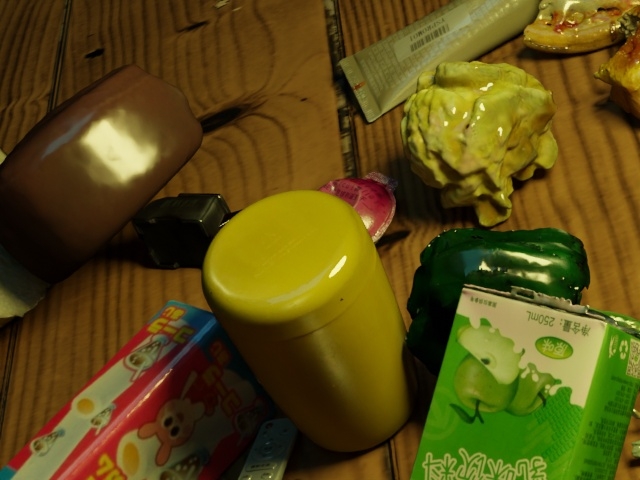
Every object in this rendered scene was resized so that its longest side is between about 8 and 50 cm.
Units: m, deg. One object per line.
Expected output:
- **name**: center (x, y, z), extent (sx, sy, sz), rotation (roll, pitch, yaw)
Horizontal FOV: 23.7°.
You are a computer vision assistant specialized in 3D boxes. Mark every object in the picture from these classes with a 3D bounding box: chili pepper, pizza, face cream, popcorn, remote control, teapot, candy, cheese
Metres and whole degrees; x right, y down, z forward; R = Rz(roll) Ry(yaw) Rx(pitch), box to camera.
- **chili pepper**: center (0.221, 0.076, 1.545), extent (0.261, 0.174, 0.165), rotation (9, 20, -1)
- **pizza**: center (0.357, -0.332, 1.996), extent (0.185, 0.036, 0.176), rotation (-2, 79, 15)
- **face cream**: center (0.193, -0.288, 2.092), extent (0.341, 0.084, 0.137), rotation (-29, 49, 7)
- **popcorn**: center (0.187, -0.123, 1.813), extent (0.167, 0.187, 0.185), rotation (-41, 23, 55)
- **remote control**: center (-0.061, 0.252, 1.613), extent (0.050, 0.027, 0.184), rotation (-9, 29, 21)
- **teapot**: center (-0.164, -0.024, 1.990), extent (0.177, 0.087, 0.096), rotation (0, 41, 35)
- **candy**: center (-0.200, 0.226, 1.638), extent (0.100, 0.157, 0.306), rotation (15, 54, 45)
- **cheese**: center (0.000, 0.000, 1.869), extent (0.244, 0.062, 0.155), rotation (-44, 37, -19)

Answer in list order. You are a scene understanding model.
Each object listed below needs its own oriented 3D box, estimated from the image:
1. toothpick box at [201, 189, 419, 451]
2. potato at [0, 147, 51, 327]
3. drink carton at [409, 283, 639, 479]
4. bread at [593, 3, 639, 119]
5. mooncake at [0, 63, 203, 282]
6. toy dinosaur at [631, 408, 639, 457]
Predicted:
- **toothpick box**: center (0.003, 0.095, 1.574), extent (0.175, 0.271, 0.175), rotation (-15, 42, 14)
- **potato**: center (-0.567, 0.018, 2.136), extent (0.296, 0.290, 0.397), rotation (-42, 68, 31)
- **drink carton**: center (0.185, 0.184, 1.367), extent (0.161, 0.108, 0.271), rotation (14, 87, 37)
- **bread**: center (0.494, -0.292, 1.869), extent (0.380, 0.109, 0.185), rotation (-35, 36, -7)
- **mooncake**: center (-0.299, -0.096, 1.984), extent (0.334, 0.174, 0.326), rotation (-44, 5, 18)
- **toy dinosaur**: center (0.371, 0.138, 1.464), extent (0.187, 0.044, 0.106), rotation (-19, 57, -8)
